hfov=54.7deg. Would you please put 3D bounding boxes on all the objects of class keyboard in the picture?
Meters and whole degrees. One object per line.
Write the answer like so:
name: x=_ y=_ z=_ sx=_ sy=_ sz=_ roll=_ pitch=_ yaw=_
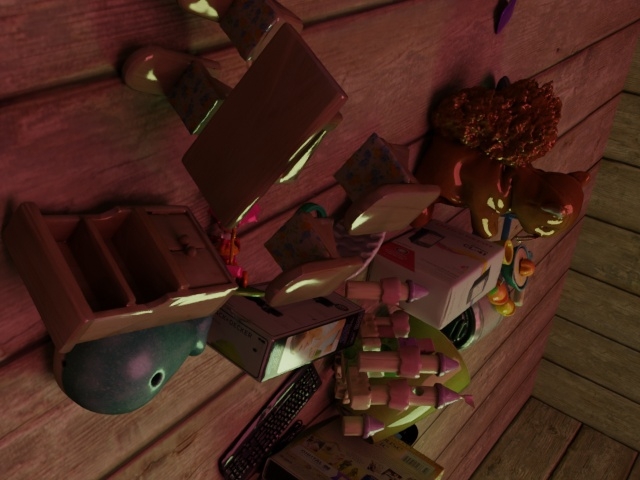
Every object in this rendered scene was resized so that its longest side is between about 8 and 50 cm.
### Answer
keyboard: x=-0.100 y=0.440 z=1.435 sx=0.317 sy=0.033 sz=0.201 roll=-46 pitch=144 yaw=-25

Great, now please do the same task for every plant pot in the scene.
plant pot: x=0.190 y=0.379 z=1.625 sx=0.293 sy=0.275 sz=0.274 roll=-39 pitch=141 yaw=-21

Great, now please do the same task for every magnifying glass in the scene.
magnifying glass: x=0.000 y=0.000 z=1.285 sx=0.092 sy=0.026 sz=0.231 roll=-57 pitch=146 yaw=-12

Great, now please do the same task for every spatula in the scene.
spatula: x=0.441 y=-0.621 z=1.487 sx=0.084 sy=0.030 sz=0.296 roll=-53 pitch=147 yaw=-15

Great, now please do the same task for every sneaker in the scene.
sneaker: x=0.104 y=-0.026 z=1.322 sx=0.281 sy=0.105 sz=0.115 roll=-60 pitch=159 yaw=-20

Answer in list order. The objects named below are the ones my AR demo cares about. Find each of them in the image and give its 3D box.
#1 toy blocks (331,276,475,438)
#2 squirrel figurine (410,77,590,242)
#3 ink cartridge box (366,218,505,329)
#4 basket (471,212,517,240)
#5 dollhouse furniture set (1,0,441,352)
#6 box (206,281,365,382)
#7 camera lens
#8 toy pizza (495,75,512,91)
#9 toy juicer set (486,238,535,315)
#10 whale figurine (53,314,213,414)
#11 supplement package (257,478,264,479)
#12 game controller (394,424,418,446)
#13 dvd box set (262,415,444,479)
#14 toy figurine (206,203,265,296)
toy blocks: x=0.180 y=0.274 z=1.389 sx=0.288 sy=0.260 sz=0.309 roll=-98 pitch=-167 yaw=-53
squirrel figurine: x=0.443 y=-0.177 z=1.475 sx=0.281 sy=0.370 sz=0.397 roll=-35 pitch=137 yaw=-39
ink cartridge box: x=0.296 y=0.073 z=1.574 sx=0.306 sy=0.226 sz=0.131 roll=-26 pitch=133 yaw=-47
basket: x=0.516 y=-0.100 z=1.797 sx=0.255 sy=0.201 sz=0.289 roll=22 pitch=85 yaw=-58
dollhouse furniture set: x=-0.147 y=-0.069 z=0.728 sx=0.394 sy=0.362 sz=0.256 roll=-45 pitch=159 yaw=28
box: x=-0.067 y=0.153 z=1.157 sx=0.290 sy=0.169 sz=0.087 roll=-8 pitch=120 yaw=-55
camera lens: x=0.419 y=0.194 z=1.841 sx=0.274 sy=0.219 sz=0.219 roll=-18 pitch=126 yaw=-49
toy pizza: x=0.497 y=-0.338 z=1.661 sx=0.201 sy=0.032 sz=0.201 roll=0 pitch=90 yaw=-88
toy juicer set: x=0.566 y=0.114 z=1.774 sx=0.329 sy=0.089 sz=0.209 roll=10 pitch=82 yaw=-53
whale figurine: x=-0.248 y=0.161 z=0.918 sx=0.272 sy=0.141 sz=0.216 roll=-4 pitch=114 yaw=-55
supplement package: x=-0.088 y=0.719 z=1.484 sx=0.199 sy=0.198 sz=0.262 roll=-32 pitch=136 yaw=-41
game controller: x=0.142 y=0.586 z=1.760 sx=0.319 sy=0.166 sz=0.067 roll=-33 pitch=140 yaw=-41
dvd box set: x=0.095 y=0.568 z=1.515 sx=0.420 sy=0.308 sz=0.062 roll=-3 pitch=116 yaw=-61
toy figurine: x=-0.145 y=0.001 z=0.996 sx=0.130 sy=0.173 sz=0.159 roll=8 pitch=88 yaw=-16
